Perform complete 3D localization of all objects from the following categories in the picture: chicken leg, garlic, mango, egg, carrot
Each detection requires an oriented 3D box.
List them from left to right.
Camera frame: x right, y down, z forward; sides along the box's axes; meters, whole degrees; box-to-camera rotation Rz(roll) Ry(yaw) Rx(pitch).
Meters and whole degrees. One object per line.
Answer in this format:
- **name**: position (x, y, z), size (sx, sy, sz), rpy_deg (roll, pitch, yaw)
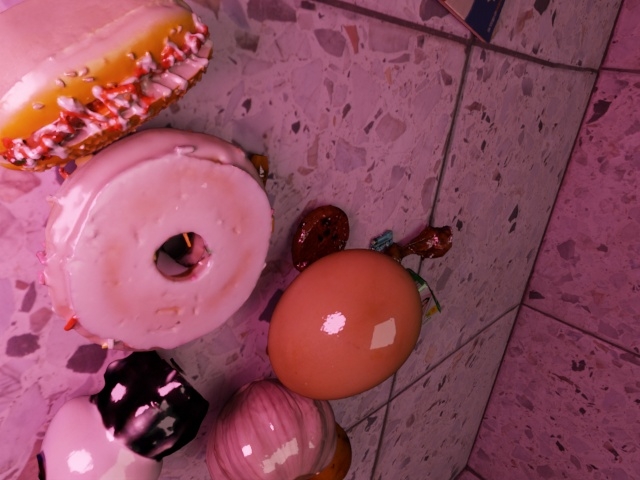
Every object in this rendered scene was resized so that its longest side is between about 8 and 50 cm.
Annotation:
- **carrot**: position (-0.136, -0.087, 0.884), size (0.042, 0.042, 0.171), rpy_deg (-3, 114, -47)
- **garlic**: position (-0.115, 0.457, 1.050), size (0.317, 0.260, 0.317), rpy_deg (-25, 162, -9)
- **mango**: position (0.005, 0.656, 1.365), size (0.201, 0.152, 0.287), rpy_deg (-50, 143, -32)
- **egg**: position (0.049, 0.187, 0.989), size (0.373, 0.301, 0.301), rpy_deg (-36, 142, 12)
- **chicken leg**: position (0.306, 0.019, 1.407), size (0.304, 0.093, 0.113), rpy_deg (-13, 102, -35)

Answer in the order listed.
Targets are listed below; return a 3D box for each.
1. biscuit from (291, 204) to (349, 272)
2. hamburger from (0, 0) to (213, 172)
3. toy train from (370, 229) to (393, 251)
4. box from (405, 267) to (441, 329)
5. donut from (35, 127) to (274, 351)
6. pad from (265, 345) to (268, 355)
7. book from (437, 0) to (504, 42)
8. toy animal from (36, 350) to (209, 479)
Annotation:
- **biscuit**: position (0.000, 0.000, 1.076), size (0.192, 0.049, 0.192), rpy_deg (-35, 140, -36)
- **hamburger**: position (-0.270, -0.193, 0.534), size (0.295, 0.227, 0.151), rpy_deg (-47, 108, -20)
- **toy train**: position (0.180, 0.002, 1.293), size (0.092, 0.029, 0.045), rpy_deg (-24, 120, -37)
- **box**: position (0.282, 0.212, 1.430), size (0.180, 0.103, 0.250), rpy_deg (-40, 139, -1)
- **donut**: position (-0.252, 0.001, 0.721), size (0.382, 0.142, 0.383), rpy_deg (-24, 126, -37)
- **pad**: position (0.008, 0.175, 1.174), size (0.249, 0.055, 0.323), rpy_deg (17, 115, -50)
- **book**: position (0.385, -0.723, 1.109), size (0.427, 0.039, 0.300), rpy_deg (1, 109, -48)
- **toy animal**: position (-0.338, 0.327, 0.772), size (0.266, 0.212, 0.213), rpy_deg (-44, 137, -17)
